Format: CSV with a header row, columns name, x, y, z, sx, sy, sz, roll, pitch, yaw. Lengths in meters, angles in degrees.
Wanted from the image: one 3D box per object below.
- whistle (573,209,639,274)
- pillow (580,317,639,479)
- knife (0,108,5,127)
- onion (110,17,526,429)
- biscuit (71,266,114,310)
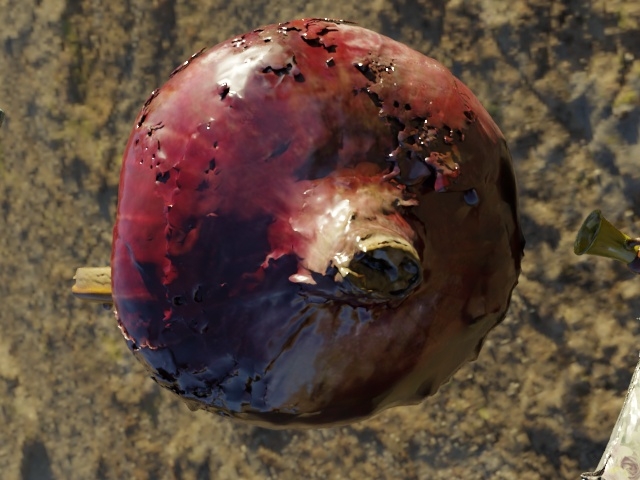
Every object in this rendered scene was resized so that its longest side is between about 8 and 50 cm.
name,x,y,z,sx,sy,sz,roll,pitch,yaw
whistle,0.292,0.007,0.943,0.109,0.046,0.057,20,134,-2
pillow,0.410,0.210,1.197,0.169,0.255,0.059,23,154,16
knife,-0.326,-0.024,0.968,0.028,0.015,0.210,-118,47,-71
onion,0.000,0.000,0.592,0.219,0.252,0.252,-134,39,-69
biscuit,-0.172,0.052,1.112,0.170,0.170,0.050,-2,89,56
